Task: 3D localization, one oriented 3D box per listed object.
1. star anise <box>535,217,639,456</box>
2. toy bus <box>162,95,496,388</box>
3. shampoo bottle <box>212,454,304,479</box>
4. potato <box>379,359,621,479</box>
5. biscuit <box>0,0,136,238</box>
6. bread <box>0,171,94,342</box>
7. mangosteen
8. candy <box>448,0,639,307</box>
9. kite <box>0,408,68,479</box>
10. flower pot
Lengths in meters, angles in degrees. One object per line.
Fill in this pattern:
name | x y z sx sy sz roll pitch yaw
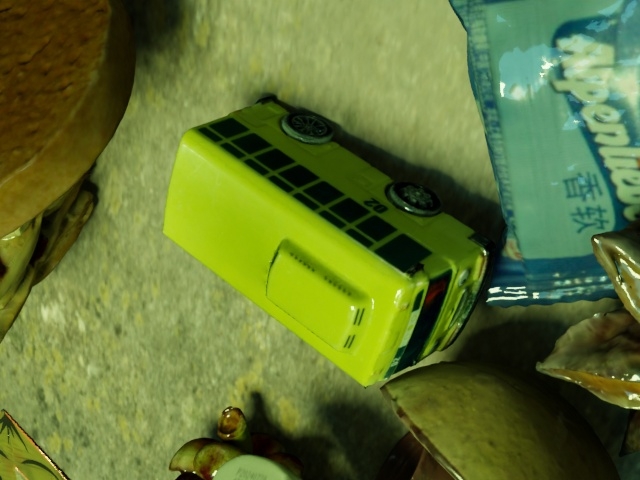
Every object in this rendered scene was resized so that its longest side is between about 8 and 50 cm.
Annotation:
star anise | 0.333 0.079 0.729 0.332 0.117 0.331 12 139 11
toy bus | 0.000 0.000 0.826 0.262 0.150 0.128 35 128 23
shampoo bottle | 0.051 0.326 0.952 0.134 0.078 0.359 -4 143 49
potato | 0.179 0.186 0.823 0.116 0.299 0.239 -42 51 4
biscuit | -0.341 -0.118 0.852 0.394 0.350 0.070 -19 147 13
bread | -0.396 -0.002 0.968 0.314 0.370 0.191 14 160 24
mangosteen | -0.090 0.291 1.049 0.194 0.194 0.230 -2 88 28
candy | 0.191 -0.094 0.744 0.187 0.077 0.331 -5 118 22
kite | -0.424 0.367 1.352 0.378 0.013 0.327 16 122 21
flower pot | 0.111 0.254 0.967 0.089 0.111 0.111 33 127 -7
